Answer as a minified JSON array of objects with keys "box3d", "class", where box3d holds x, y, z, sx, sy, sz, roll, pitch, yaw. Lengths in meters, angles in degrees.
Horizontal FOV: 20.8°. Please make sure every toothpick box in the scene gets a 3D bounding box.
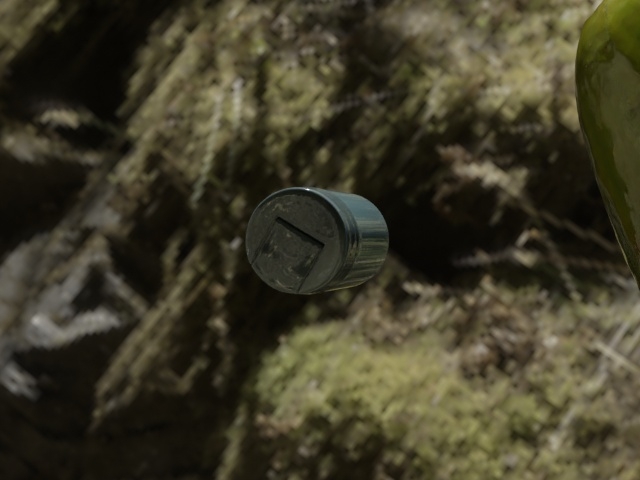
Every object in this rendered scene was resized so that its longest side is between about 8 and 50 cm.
[{"box3d":[0.000,0.000,0.863,0.052,0.052,0.083,33,9,14],"class":"toothpick box"}]

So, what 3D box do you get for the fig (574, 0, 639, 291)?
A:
[{"box3d":[0.290,-0.034,1.040,0.326,0.258,0.258,41,-20,12],"class":"fig"}]
